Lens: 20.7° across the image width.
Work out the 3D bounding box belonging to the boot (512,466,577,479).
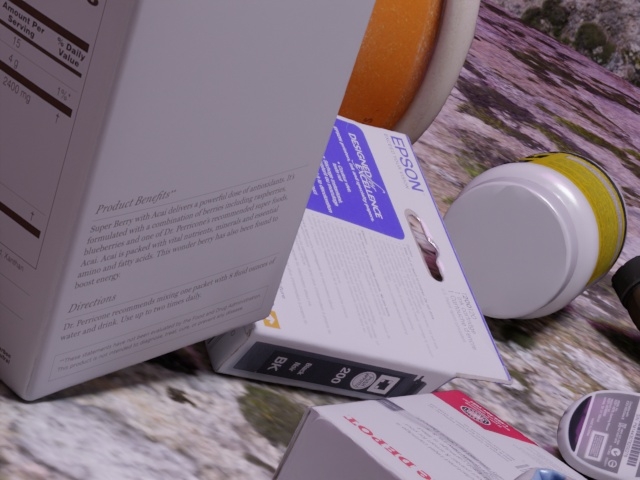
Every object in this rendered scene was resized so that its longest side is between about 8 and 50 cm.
[{"bbox_3d":[0.080,0.171,0.592,0.095,0.123,0.258,23,15,-16],"label":"boot"}]

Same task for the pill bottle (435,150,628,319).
[{"bbox_3d":[0.162,-0.004,1.340,0.119,0.119,0.208,31,15,13],"label":"pill bottle"}]

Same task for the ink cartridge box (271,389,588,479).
[{"bbox_3d":[0.058,0.127,0.823,0.109,0.063,0.150,35,17,27],"label":"ink cartridge box"}]

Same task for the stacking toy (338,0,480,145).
[{"bbox_3d":[-0.152,-0.215,1.275,0.480,0.350,0.350,-3,30,-33],"label":"stacking toy"}]

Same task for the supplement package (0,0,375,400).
[{"bbox_3d":[-0.098,-0.107,0.829,0.175,0.293,0.177,36,31,28],"label":"supplement package"}]

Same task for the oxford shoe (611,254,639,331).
[{"bbox_3d":[0.327,0.085,1.454,0.227,0.083,0.096,17,42,-43],"label":"oxford shoe"}]

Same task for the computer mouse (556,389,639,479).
[{"bbox_3d":[0.238,0.139,1.057,0.193,0.042,0.106,14,54,18],"label":"computer mouse"}]

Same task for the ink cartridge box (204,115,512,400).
[{"bbox_3d":[0.000,0.000,1.048,0.208,0.045,0.206,14,43,-40],"label":"ink cartridge box"}]
